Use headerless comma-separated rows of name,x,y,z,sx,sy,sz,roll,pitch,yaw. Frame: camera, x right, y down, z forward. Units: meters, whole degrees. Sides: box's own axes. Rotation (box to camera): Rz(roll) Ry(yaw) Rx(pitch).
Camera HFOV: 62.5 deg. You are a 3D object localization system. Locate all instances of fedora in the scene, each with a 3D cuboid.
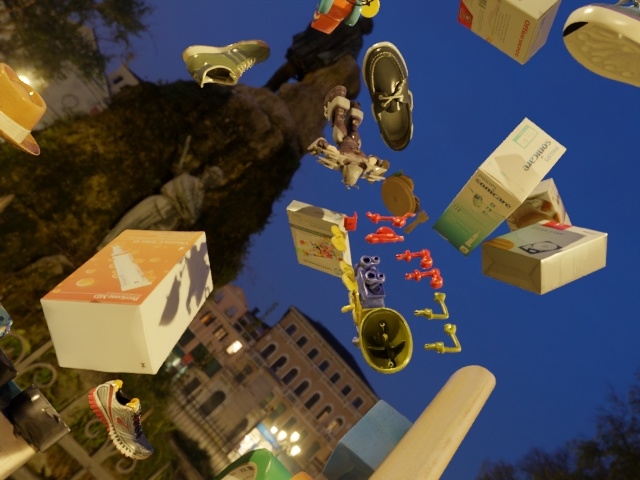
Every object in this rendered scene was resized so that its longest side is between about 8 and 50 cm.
fedora,-0.504,-0.226,0.846,0.194,0.079,0.194,47,-5,5

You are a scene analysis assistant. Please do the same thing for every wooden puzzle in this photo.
wooden puzzle,-0.002,0.273,0.480,0.080,0.322,0.348,39,-63,20

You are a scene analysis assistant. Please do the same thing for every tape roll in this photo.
tape roll,-0.202,0.594,1.122,0.077,0.321,0.321,50,-19,-6

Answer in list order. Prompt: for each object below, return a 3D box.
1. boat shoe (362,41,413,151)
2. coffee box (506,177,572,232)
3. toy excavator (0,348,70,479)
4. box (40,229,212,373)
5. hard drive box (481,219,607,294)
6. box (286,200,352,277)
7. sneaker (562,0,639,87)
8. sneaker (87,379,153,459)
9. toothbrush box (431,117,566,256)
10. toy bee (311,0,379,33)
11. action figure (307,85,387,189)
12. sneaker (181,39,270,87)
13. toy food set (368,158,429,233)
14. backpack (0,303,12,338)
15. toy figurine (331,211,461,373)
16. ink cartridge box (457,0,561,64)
boat shoe,0.181,-0.352,1.326,0.302,0.114,0.091,59,16,-52
coffee box,0.634,-0.033,1.511,0.141,0.098,0.247,-20,-74,36
toy excavator,-0.641,0.328,0.973,0.445,0.222,0.433,10,-49,48
box,-0.408,0.119,1.182,0.215,0.345,0.168,2,-65,9
hard drive box,0.541,0.034,1.284,0.181,0.232,0.089,23,-55,57
box,0.000,0.000,1.273,0.145,0.038,0.186,18,-39,26
sneaker,0.579,-0.399,0.903,0.322,0.236,0.130,18,-5,-13
sneaker,-0.495,0.459,1.345,0.225,0.092,0.088,58,-3,-6
toothbrush box,0.430,-0.122,1.302,0.126,0.216,0.295,42,-25,9
toy bee,0.074,-0.609,1.276,0.195,0.162,0.298,16,3,-41
action figure,0.063,-0.225,1.233,0.185,0.285,0.099,22,-43,-28
sneaker,-0.185,-0.361,1.102,0.086,0.192,0.064,67,-28,15
toy food set,0.215,-0.119,1.407,0.192,0.038,0.132,56,-30,8
backpack,-0.823,0.195,1.191,0.158,0.117,0.173,63,21,-10
toy figurine,0.133,0.139,1.081,0.217,0.191,0.363,93,-13,-50
ink cartridge box,0.361,-0.447,1.025,0.175,0.072,0.127,44,-9,20
